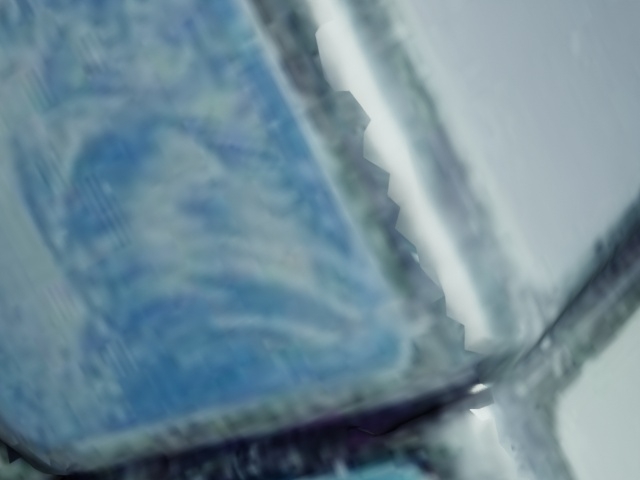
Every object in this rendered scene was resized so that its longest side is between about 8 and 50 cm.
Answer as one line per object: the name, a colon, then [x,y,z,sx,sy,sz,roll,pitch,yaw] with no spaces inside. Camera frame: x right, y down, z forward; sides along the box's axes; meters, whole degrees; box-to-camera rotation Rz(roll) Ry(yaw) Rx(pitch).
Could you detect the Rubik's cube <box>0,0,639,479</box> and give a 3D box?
Rubik's cube: [0.000,0.000,0.531,0.316,0.318,0.313,-41,108,-49]
